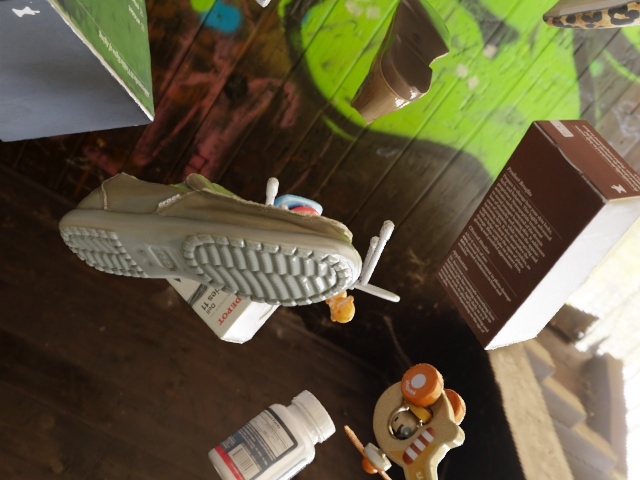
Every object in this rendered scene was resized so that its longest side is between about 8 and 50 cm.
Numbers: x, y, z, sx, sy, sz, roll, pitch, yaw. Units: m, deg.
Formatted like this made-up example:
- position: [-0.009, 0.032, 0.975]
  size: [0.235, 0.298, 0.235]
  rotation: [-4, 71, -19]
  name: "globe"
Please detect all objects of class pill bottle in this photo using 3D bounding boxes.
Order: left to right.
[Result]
- position: [-0.071, 0.317, 1.093]
  size: [0.180, 0.108, 0.108]
  rotation: [-33, -115, -19]
  name: "pill bottle"

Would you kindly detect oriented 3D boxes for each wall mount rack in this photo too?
- position: [0.000, 0.000, 1.289]
  size: [0.349, 0.131, 0.304]
  rotation: [20, 178, 2]
  name: "wall mount rack"

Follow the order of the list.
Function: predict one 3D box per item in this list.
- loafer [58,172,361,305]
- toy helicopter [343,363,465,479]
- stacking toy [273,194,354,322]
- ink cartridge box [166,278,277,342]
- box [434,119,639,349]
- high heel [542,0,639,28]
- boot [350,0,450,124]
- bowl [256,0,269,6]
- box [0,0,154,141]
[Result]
- position: [-0.086, -0.015, 0.566]
  size: [0.251, 0.094, 0.087]
  rotation: [9, -124, 14]
  name: "loafer"
- position: [0.173, 0.430, 1.371]
  size: [0.140, 0.234, 0.355]
  rotation: [49, -156, -38]
  name: "toy helicopter"
- position: [-0.015, 0.058, 1.527]
  size: [0.165, 0.175, 0.302]
  rotation: [15, -149, -54]
  name: "stacking toy"
- position: [-0.162, 0.047, 1.184]
  size: [0.208, 0.153, 0.087]
  rotation: [42, -174, 24]
  name: "ink cartridge box"
- position: [0.369, -0.004, 1.228]
  size: [0.143, 0.381, 0.191]
  rotation: [-8, -128, -30]
  name: "box"
- position: [0.412, -0.245, 0.833]
  size: [0.186, 0.261, 0.093]
  rotation: [50, -136, -38]
  name: "high heel"
- position: [0.121, -0.286, 1.100]
  size: [0.112, 0.115, 0.305]
  rotation: [43, -138, -13]
  name: "boot"
- position: [-0.092, -0.519, 1.345]
  size: [0.053, 0.142, 0.142]
  rotation: [29, -163, -10]
  name: "bowl"
- position: [-0.471, -0.457, 1.085]
  size: [0.480, 0.297, 0.472]
  rotation: [71, -170, -80]
  name: "box"
